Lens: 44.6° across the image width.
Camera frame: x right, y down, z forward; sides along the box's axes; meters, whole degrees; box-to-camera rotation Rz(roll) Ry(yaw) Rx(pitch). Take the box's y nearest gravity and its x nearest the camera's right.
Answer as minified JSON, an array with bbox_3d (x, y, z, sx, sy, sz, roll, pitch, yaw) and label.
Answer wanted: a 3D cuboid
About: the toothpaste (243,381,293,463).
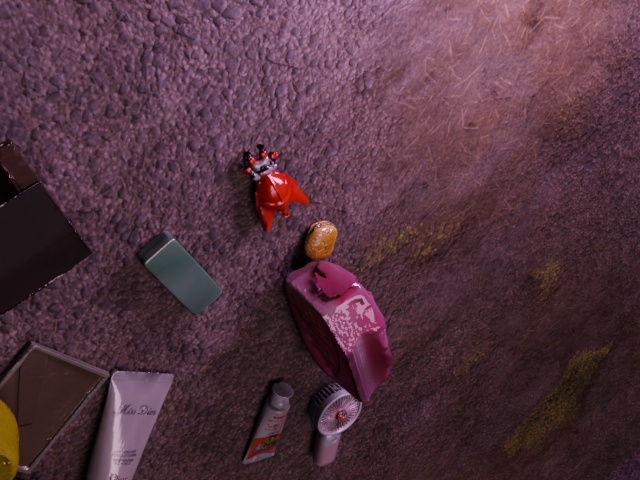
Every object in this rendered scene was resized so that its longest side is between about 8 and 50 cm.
[{"bbox_3d":[-0.119,0.434,1.835,0.089,0.057,0.234,-5,129,-36],"label":"toothpaste"}]

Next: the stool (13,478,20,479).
[{"bbox_3d":[-0.566,0.560,1.462,0.141,0.232,0.232,-51,135,0],"label":"stool"}]

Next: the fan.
[{"bbox_3d":[0.028,0.464,1.943,0.130,0.074,0.244,-10,124,-33],"label":"fan"}]

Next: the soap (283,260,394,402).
[{"bbox_3d":[0.042,0.183,1.667,0.127,0.220,0.325,-38,142,-21],"label":"soap"}]

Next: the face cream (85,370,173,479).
[{"bbox_3d":[-0.407,0.408,1.585,0.143,0.089,0.314,13,98,-42],"label":"face cream"}]

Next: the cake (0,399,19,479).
[{"bbox_3d":[-0.628,0.338,1.276,0.260,0.156,0.179,9,132,-30],"label":"cake"}]

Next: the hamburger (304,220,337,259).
[{"bbox_3d":[0.000,0.000,1.640,0.076,0.044,0.083,-2,122,-35],"label":"hamburger"}]

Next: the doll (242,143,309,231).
[{"bbox_3d":[-0.093,-0.105,1.489,0.109,0.057,0.169,-35,134,-11],"label":"doll"}]

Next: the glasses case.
[{"bbox_3d":[-0.266,0.064,1.483,0.078,0.039,0.184,-42,135,-7],"label":"glasses case"}]

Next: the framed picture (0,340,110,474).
[{"bbox_3d":[-0.541,0.319,1.454,0.260,0.023,0.189,-51,135,2],"label":"framed picture"}]

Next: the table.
[{"bbox_3d":[-0.485,-0.009,1.179,0.193,0.169,0.172,-37,134,-14],"label":"table"}]
